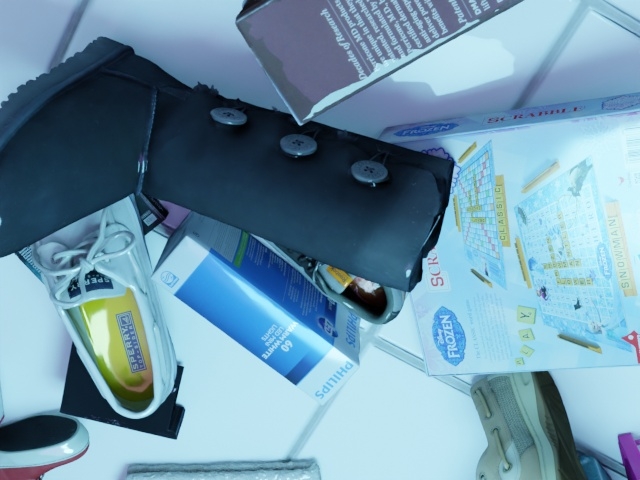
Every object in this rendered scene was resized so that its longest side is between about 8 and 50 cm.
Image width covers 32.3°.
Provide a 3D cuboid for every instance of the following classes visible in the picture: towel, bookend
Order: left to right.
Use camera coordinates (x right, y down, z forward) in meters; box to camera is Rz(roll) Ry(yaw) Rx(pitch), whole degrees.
[{"bbox_3d":[-0.242,0.159,1.427,0.156,0.072,0.157,13,113,-2],"label":"bookend"},{"bbox_3d":[-0.130,0.393,1.532,0.282,0.049,0.187,-3,113,6],"label":"towel"}]

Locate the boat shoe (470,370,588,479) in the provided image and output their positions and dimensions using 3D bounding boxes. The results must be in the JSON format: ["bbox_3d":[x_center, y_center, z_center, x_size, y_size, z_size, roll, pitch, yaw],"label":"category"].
[{"bbox_3d":[0.248,0.281,1.304,0.110,0.341,0.121,-29,120,18],"label":"boat shoe"}]

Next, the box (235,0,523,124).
[{"bbox_3d":[0.112,-0.286,1.148,0.381,0.191,0.143,-26,109,15],"label":"box"}]

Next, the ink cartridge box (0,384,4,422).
[{"bbox_3d":[-0.555,0.229,1.426,0.237,0.172,0.100,2,113,4],"label":"ink cartridge box"}]

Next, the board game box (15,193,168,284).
[{"bbox_3d":[-0.299,-0.022,1.379,0.186,0.026,0.126,-37,105,17],"label":"board game box"}]

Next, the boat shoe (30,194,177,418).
[{"bbox_3d":[-0.266,0.041,1.277,0.136,0.156,0.367,-16,99,-2],"label":"boat shoe"}]

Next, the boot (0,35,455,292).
[{"bbox_3d":[-0.103,-0.038,1.148,0.445,0.367,0.146,23,133,5],"label":"boot"}]

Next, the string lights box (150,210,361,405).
[{"bbox_3d":[-0.071,0.072,1.344,0.260,0.133,0.077,38,108,-11],"label":"string lights box"}]

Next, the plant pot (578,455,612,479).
[{"bbox_3d":[0.304,0.422,1.419,0.248,0.247,0.252,-8,100,8],"label":"plant pot"}]

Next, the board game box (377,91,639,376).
[{"bbox_3d":[0.251,0.003,1.292,0.318,0.066,0.318,-5,113,21],"label":"board game box"}]

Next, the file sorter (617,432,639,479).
[{"bbox_3d":[0.517,0.400,1.407,0.182,0.202,0.290,-15,111,7],"label":"file sorter"}]

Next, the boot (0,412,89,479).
[{"bbox_3d":[-0.397,0.339,1.512,0.244,0.088,0.176,-16,112,19],"label":"boot"}]

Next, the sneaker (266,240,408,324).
[{"bbox_3d":[0.000,0.000,1.324,0.271,0.108,0.100,38,112,-10],"label":"sneaker"}]
